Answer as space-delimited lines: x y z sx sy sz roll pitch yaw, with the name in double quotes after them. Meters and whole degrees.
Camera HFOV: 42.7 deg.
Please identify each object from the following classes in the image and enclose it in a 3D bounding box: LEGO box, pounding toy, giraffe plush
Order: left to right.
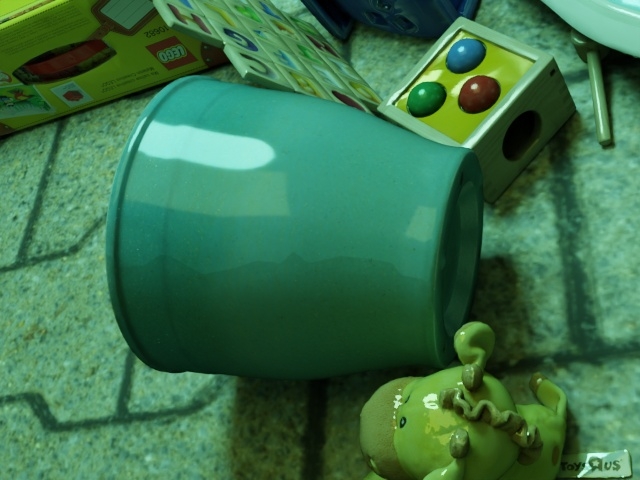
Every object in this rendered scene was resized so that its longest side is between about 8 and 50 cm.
-0.342 -0.405 1.235 0.499 0.193 0.373 -10 56 28 "LEGO box"
0.098 0.155 0.585 0.210 0.170 0.181 -26 49 17 "giraffe plush"
0.190 -0.148 0.777 0.206 0.094 0.181 -48 47 -2 "pounding toy"

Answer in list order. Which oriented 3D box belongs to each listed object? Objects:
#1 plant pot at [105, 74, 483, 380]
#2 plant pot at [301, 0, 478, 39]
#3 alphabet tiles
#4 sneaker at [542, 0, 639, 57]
0.000 0.000 0.707 0.255 0.272 0.272 7 64 21 "plant pot"
0.059 -0.381 0.932 0.212 0.236 0.236 2 63 42 "plant pot"
-0.072 -0.234 0.892 0.011 0.285 0.343 -56 43 22 "alphabet tiles"
0.283 -0.264 0.727 0.366 0.135 0.150 51 139 43 "sneaker"
